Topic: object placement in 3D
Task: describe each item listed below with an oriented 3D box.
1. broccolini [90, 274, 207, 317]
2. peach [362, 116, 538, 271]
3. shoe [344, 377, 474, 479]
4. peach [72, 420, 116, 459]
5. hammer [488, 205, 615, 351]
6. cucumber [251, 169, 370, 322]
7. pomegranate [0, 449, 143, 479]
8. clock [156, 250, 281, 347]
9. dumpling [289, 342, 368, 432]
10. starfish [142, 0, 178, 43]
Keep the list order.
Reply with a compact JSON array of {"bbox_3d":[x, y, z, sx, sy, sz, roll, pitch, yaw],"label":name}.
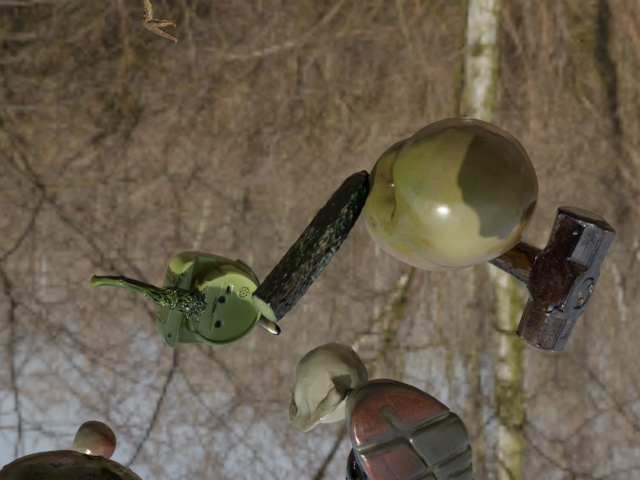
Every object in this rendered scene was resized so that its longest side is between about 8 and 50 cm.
[{"bbox_3d":[-0.301,0.088,1.810,0.239,0.054,0.051,10,174,27],"label":"broccolini"},{"bbox_3d":[0.219,-0.068,1.734,0.292,0.247,0.292,-1,148,-1],"label":"peach"},{"bbox_3d":[0.091,0.239,1.140,0.114,0.291,0.137,-33,-142,-15],"label":"shoe"},{"bbox_3d":[-0.413,0.372,1.940,0.083,0.083,0.083,1,-177,0],"label":"peach"},{"bbox_3d":[0.318,0.010,1.894,0.095,0.242,0.409,1,-159,-41],"label":"hammer"},{"bbox_3d":[0.000,0.000,1.641,0.067,0.293,0.067,33,159,14],"label":"cucumber"},{"bbox_3d":[-0.390,0.472,1.584,0.291,0.323,0.291,13,148,8],"label":"pomegranate"},{"bbox_3d":[-0.171,0.113,1.896,0.232,0.170,0.069,6,-166,-28],"label":"clock"},{"bbox_3d":[0.004,0.246,1.800,0.150,0.176,0.092,-25,139,20],"label":"dumpling"},{"bbox_3d":[-0.368,-0.475,2.317,0.041,0.133,0.130,-43,-167,-22],"label":"starfish"}]
